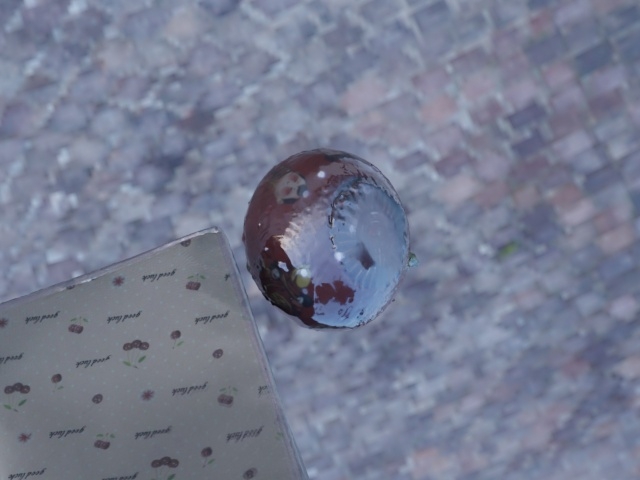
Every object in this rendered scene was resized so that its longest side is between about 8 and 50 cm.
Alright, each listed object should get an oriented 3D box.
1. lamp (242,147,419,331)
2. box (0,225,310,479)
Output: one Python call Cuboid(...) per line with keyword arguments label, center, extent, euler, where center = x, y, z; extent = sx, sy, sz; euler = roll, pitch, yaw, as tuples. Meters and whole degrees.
Cuboid(label="lamp", center=(-0.003, 0.003, 1.576), extent=(0.135, 0.157, 0.156), euler=(-8, -155, 42))
Cuboid(label="box", center=(-0.125, 0.184, 1.447), extent=(0.225, 0.297, 0.190), euler=(-20, 139, -1))
